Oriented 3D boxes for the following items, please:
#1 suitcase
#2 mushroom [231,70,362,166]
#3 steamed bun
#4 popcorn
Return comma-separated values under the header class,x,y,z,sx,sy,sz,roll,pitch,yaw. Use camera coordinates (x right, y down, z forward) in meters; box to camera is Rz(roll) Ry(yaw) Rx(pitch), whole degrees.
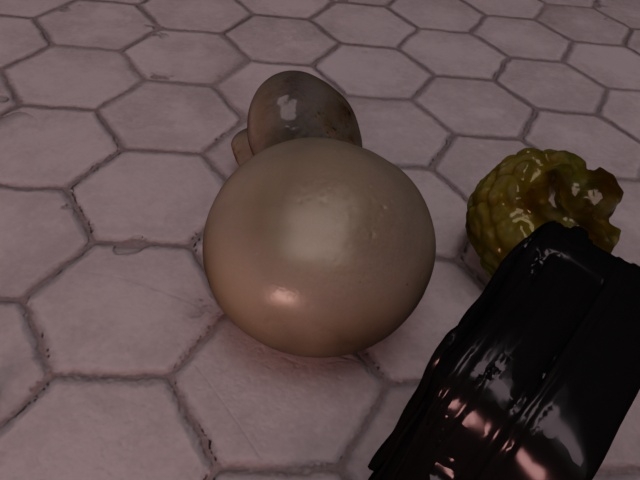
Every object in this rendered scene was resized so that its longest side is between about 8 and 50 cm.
class,x,y,z,sx,sy,sz,roll,pitch,yaw
suitcase,0.194,0.185,0.649,0.188,0.345,0.339,36,49,19
mushroom,-0.052,-0.166,1.100,0.243,0.244,0.244,5,44,-4
steamed bun,0.000,0.000,0.866,0.324,0.206,0.324,2,61,-4
popcorn,0.353,-0.022,0.970,0.237,0.206,0.251,-55,26,-5
